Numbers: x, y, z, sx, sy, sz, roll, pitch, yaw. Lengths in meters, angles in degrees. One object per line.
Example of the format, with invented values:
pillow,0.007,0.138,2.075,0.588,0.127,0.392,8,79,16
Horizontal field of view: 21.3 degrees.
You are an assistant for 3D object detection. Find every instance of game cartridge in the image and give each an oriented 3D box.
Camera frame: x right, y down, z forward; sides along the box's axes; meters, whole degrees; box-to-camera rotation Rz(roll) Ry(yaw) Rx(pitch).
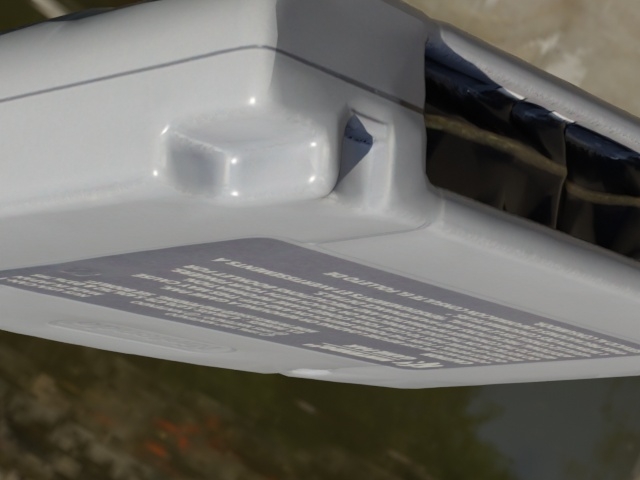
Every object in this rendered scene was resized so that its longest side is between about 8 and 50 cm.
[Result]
game cartridge,0.000,0.000,0.482,0.196,0.060,0.294,-12,163,35
